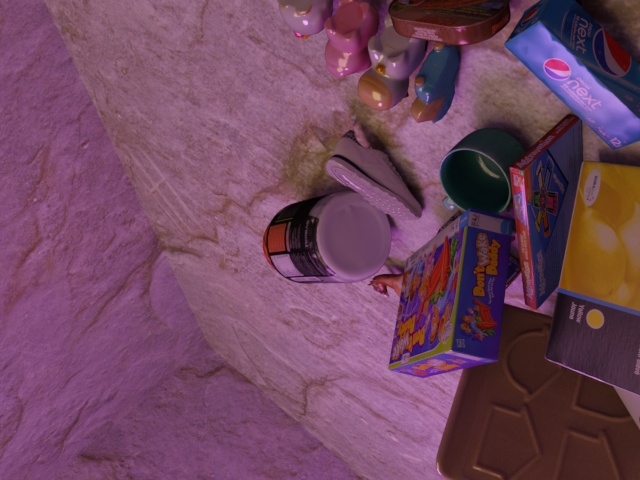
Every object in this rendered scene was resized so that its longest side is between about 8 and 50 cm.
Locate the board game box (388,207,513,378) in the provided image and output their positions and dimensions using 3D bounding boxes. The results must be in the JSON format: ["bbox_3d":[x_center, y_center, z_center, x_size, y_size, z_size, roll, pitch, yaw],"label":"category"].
[{"bbox_3d":[0.221,0.109,1.226,0.078,0.233,0.347,13,162,-7],"label":"board game box"}]

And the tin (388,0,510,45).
[{"bbox_3d":[0.182,-0.325,0.987,0.189,0.106,0.040,27,148,42],"label":"tin"}]

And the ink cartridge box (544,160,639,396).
[{"bbox_3d":[0.463,0.062,0.908,0.307,0.072,0.304,17,100,54],"label":"ink cartridge box"}]

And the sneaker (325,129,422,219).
[{"bbox_3d":[0.125,-0.127,1.409,0.235,0.095,0.090,36,156,-19],"label":"sneaker"}]

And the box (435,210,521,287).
[{"bbox_3d":[0.305,0.025,1.338,0.169,0.059,0.054,43,157,15],"label":"box"}]

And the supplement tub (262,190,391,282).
[{"bbox_3d":[0.000,0.000,1.647,0.207,0.207,0.338,56,156,-14],"label":"supplement tub"}]

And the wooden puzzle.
[{"bbox_3d":[0.401,0.296,1.156,0.347,0.322,0.080,17,161,14],"label":"wooden puzzle"}]

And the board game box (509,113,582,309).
[{"bbox_3d":[0.354,-0.036,1.061,0.027,0.145,0.281,26,146,41],"label":"board game box"}]

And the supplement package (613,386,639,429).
[{"bbox_3d":[0.574,0.232,1.007,0.203,0.149,0.194,62,158,13],"label":"supplement package"}]

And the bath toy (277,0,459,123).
[{"bbox_3d":[0.070,-0.328,1.165,0.348,0.151,0.129,39,-171,23],"label":"bath toy"}]

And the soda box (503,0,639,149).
[{"bbox_3d":[0.338,-0.212,0.870,0.210,0.067,0.071,38,159,-12],"label":"soda box"}]

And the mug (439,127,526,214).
[{"bbox_3d":[0.265,-0.118,1.137,0.157,0.097,0.129,4,127,47],"label":"mug"}]

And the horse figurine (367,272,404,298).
[{"bbox_3d":[0.230,0.115,1.595,0.174,0.066,0.263,44,158,-2],"label":"horse figurine"}]

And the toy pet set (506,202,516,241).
[{"bbox_3d":[0.322,-0.052,1.228,0.114,0.065,0.122,7,148,6],"label":"toy pet set"}]

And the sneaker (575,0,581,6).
[{"bbox_3d":[0.236,-0.362,0.875,0.223,0.083,0.098,37,158,25],"label":"sneaker"}]
